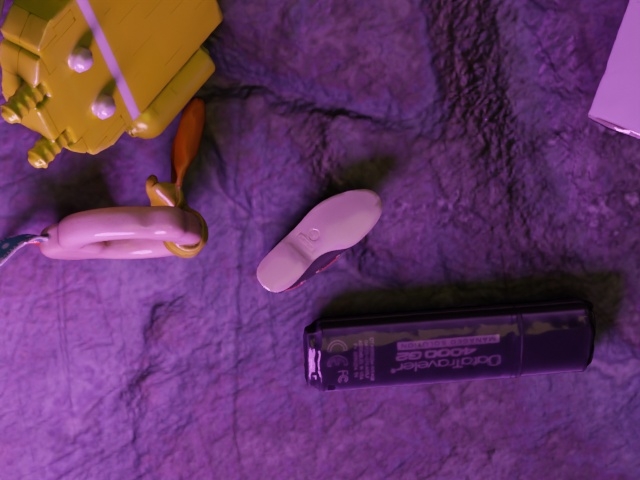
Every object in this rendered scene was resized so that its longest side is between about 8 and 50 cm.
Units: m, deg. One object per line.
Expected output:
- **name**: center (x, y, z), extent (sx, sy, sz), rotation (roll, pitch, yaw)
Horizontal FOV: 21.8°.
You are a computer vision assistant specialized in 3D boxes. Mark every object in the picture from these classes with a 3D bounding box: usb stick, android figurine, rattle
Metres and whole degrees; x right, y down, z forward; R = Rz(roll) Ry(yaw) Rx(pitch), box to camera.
- **usb stick**: center (0.123, 0.097, 1.555), extent (0.278, 0.045, 0.077), rotation (-4, 113, -8)
- **android figurine**: center (-0.160, -0.179, 1.343), extent (0.273, 0.056, 0.248), rotation (-52, 153, -22)
- **rattle**: center (-0.201, -0.043, 1.451), extent (0.199, 0.130, 0.143), rotation (-4, 96, 19)

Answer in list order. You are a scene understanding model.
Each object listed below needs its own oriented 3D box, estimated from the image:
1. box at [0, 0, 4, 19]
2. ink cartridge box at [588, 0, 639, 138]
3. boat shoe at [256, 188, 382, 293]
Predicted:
- **box**: center (-0.403, -0.223, 1.307), extent (0.311, 0.148, 0.121), rotation (12, 72, -14)
- **ink cartridge box**: center (0.345, -0.265, 1.422), extent (0.069, 0.176, 0.371), rotation (27, 105, 27)
- **boat shoe**: center (-0.001, -0.002, 1.509), extent (0.133, 0.042, 0.049), rotation (-38, 88, 3)
